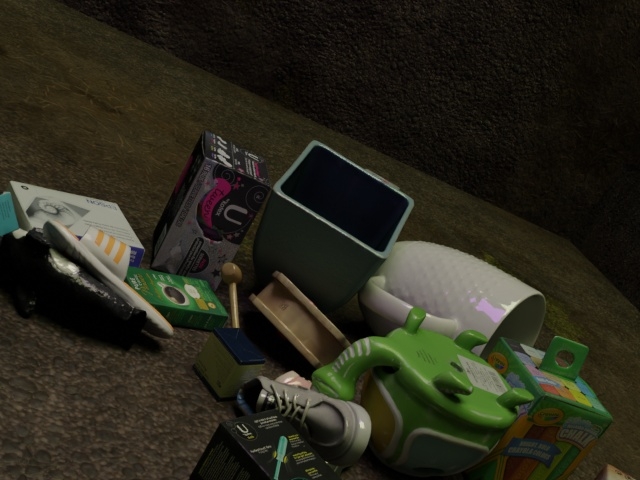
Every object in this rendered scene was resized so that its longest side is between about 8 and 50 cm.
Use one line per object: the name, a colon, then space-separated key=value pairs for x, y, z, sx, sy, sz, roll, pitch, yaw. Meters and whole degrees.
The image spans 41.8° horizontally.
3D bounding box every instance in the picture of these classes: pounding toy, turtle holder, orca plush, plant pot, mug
pounding toy: x=-0.083 y=0.156 z=1.548 sx=0.269 sy=0.155 sz=0.154 roll=44 pitch=-7 yaw=12
turtle holder: x=0.166 y=0.271 z=1.382 sx=0.320 sy=0.228 sz=0.243 roll=6 pitch=31 yaw=-48
orca plush: x=-0.410 y=0.085 z=1.276 sx=0.287 sy=0.102 sz=0.151 roll=38 pitch=-27 yaw=-7
plant pot: x=0.000 y=0.000 z=1.681 sx=0.247 sy=0.252 sz=0.248 roll=32 pitch=34 yaw=1
mug: x=0.225 y=0.144 z=1.701 sx=0.328 sy=0.276 sz=0.374 roll=32 pitch=12 yaw=32

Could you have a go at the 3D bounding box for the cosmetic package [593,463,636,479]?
cosmetic package: x=0.483 y=0.513 z=1.363 sx=0.129 sy=0.153 sz=0.296 roll=32 pitch=18 yaw=9

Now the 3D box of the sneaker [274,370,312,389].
sneaker: x=-0.024 y=0.252 z=1.418 sx=0.134 sy=0.051 sz=0.070 roll=6 pitch=35 yaw=-42

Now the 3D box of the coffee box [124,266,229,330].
coffee box: x=-0.261 y=0.102 z=1.462 sx=0.184 sy=0.040 sz=0.113 roll=14 pitch=25 yaw=-41

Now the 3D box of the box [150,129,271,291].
box: x=-0.211 y=-0.055 z=1.610 sx=0.142 sy=0.247 sz=0.163 roll=22 pitch=21 yaw=-19

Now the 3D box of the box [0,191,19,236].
box: x=-0.547 y=-0.008 z=1.156 sx=0.100 sy=0.060 sz=0.244 roll=1 pitch=19 yaw=28

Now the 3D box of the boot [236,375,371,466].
boot: x=-0.037 y=0.257 z=1.215 sx=0.123 sy=0.095 sz=0.258 roll=23 pitch=-14 yaw=-24

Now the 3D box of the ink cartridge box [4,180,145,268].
ink cartridge box: x=-0.432 y=-0.014 z=1.495 sx=0.223 sy=0.045 sz=0.224 roll=13 pitch=26 yaw=-42

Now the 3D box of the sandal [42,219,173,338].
sandal: x=-0.320 y=0.049 z=1.317 sx=0.265 sy=0.076 sz=0.102 roll=46 pitch=-30 yaw=-20

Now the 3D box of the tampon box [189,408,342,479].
tampon box: x=-0.067 y=0.320 z=1.108 sx=0.161 sy=0.102 sz=0.120 roll=41 pitch=22 yaw=30

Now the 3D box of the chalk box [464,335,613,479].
chalk box: x=0.384 y=0.307 z=1.516 sx=0.180 sy=0.289 sz=0.179 roll=20 pitch=21 yaw=-25

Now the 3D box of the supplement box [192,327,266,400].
supplement box: x=-0.146 y=0.196 z=1.330 sx=0.056 sy=0.083 sz=0.083 roll=7 pitch=30 yaw=-49

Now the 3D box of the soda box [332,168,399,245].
soda box: x=0.063 y=-0.009 z=1.836 sx=0.091 sy=0.286 sz=0.098 roll=30 pitch=18 yaw=2

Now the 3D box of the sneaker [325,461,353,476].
sneaker: x=0.010 y=0.333 z=1.283 sx=0.061 sy=0.054 sz=0.152 roll=20 pitch=12 yaw=20
